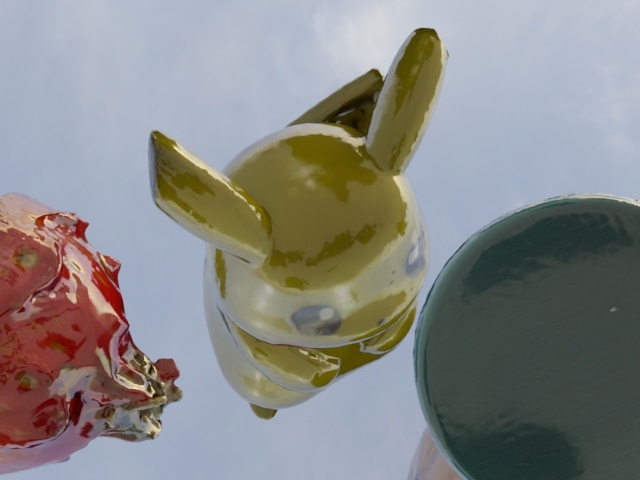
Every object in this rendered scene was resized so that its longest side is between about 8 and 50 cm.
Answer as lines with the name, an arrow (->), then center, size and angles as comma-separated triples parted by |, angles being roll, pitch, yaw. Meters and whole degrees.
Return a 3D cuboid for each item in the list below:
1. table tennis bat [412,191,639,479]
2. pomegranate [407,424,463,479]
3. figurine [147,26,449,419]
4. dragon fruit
table tennis bat -> 0.132, 0.031, 0.388 | 0.201, 0.033, 0.124 | -23, -86, -4
pomegranate -> 0.228, 0.267, 0.877 | 0.338, 0.338, 0.338 | 0, -101, 0
figurine -> -0.001, 0.003, 0.724 | 0.218, 0.327, 0.169 | -32, -104, -18
dragon fruit -> -0.127, 0.059, 0.485 | 0.110, 0.153, 0.153 | 19, -100, 10
